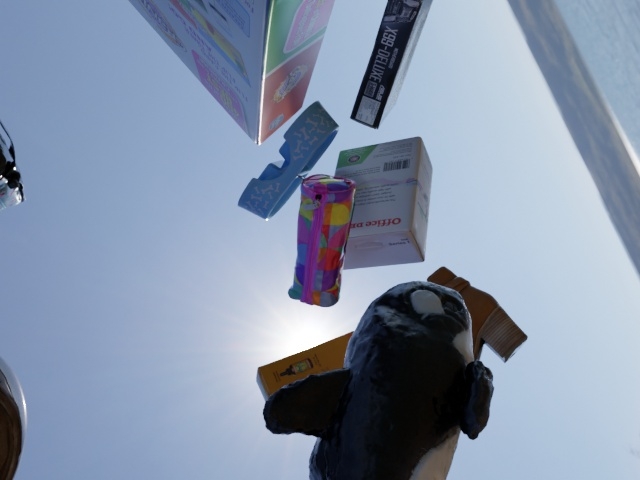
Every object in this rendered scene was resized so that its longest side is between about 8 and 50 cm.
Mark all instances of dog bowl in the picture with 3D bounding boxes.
[{"bbox_3d":[-0.066,-0.168,1.387,0.074,0.297,0.166,40,-164,2],"label":"dog bowl"}]

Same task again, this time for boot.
[{"bbox_3d":[0.221,0.196,1.198,0.220,0.283,0.109,45,177,30],"label":"boot"}]

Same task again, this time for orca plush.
[{"bbox_3d":[0.004,0.129,0.356,0.102,0.151,0.287,29,-111,-6],"label":"orca plush"}]

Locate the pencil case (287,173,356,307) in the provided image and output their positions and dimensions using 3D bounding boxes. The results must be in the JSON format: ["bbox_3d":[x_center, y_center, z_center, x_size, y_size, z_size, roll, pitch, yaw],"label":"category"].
[{"bbox_3d":[0.000,0.000,1.074,0.104,0.104,0.236,-50,-31,-61],"label":"pencil case"}]

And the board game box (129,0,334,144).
[{"bbox_3d":[-0.100,-0.217,0.474,0.242,0.064,0.316,48,171,-1],"label":"board game box"}]

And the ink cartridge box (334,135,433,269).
[{"bbox_3d":[0.131,-0.081,1.383,0.117,0.201,0.278,58,-146,-44],"label":"ink cartridge box"}]

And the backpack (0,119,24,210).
[{"bbox_3d":[-0.553,-0.117,1.021,0.115,0.182,0.152,-18,-104,-21],"label":"backpack"}]

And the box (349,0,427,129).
[{"bbox_3d":[0.177,-0.450,1.512,0.077,0.307,0.242,23,-149,7],"label":"box"}]

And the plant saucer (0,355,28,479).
[{"bbox_3d":[-0.461,0.264,0.708,0.310,0.050,0.310,-31,-52,-51],"label":"plant saucer"}]

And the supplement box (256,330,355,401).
[{"bbox_3d":[-0.018,0.276,1.336,0.233,0.080,0.078,-17,-117,-21],"label":"supplement box"}]
